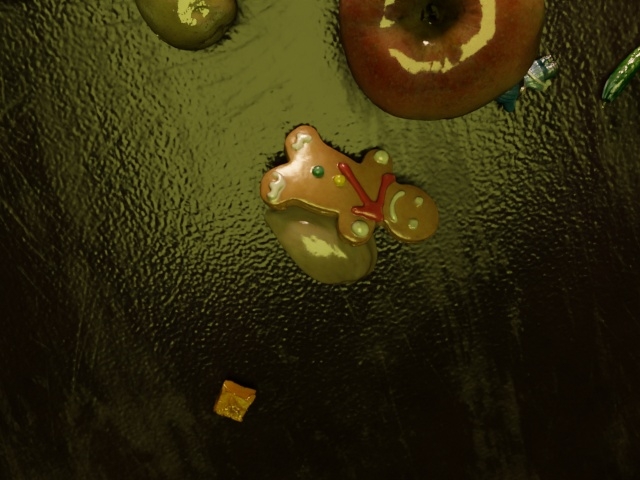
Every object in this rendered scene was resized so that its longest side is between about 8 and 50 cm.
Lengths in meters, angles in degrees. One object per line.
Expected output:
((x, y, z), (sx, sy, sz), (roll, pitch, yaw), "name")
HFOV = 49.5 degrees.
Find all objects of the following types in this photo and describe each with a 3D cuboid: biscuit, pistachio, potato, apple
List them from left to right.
((-0.248, -0.423, 1.219), (0.194, 0.157, 0.157), (43, 101, 2), "potato")
((0.000, 0.000, 1.356), (0.238, 0.138, 0.153), (22, 79, -2), "pistachio")
((0.071, -0.097, 1.313), (0.339, 0.047, 0.216), (26, 66, -1), "biscuit")
((0.201, -0.374, 1.176), (0.338, 0.305, 0.338), (4, 108, 12), "apple")

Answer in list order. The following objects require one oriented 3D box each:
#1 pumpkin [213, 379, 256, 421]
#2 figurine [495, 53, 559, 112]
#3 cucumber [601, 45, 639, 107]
((-0.184, 0.339, 1.489), (0.074, 0.054, 0.083), (25, 125, -5), "pumpkin")
((0.382, -0.305, 1.311), (0.136, 0.079, 0.077), (-30, 63, 11), "figurine")
((0.588, -0.325, 1.329), (0.039, 0.039, 0.168), (39, 98, -11), "cucumber")
